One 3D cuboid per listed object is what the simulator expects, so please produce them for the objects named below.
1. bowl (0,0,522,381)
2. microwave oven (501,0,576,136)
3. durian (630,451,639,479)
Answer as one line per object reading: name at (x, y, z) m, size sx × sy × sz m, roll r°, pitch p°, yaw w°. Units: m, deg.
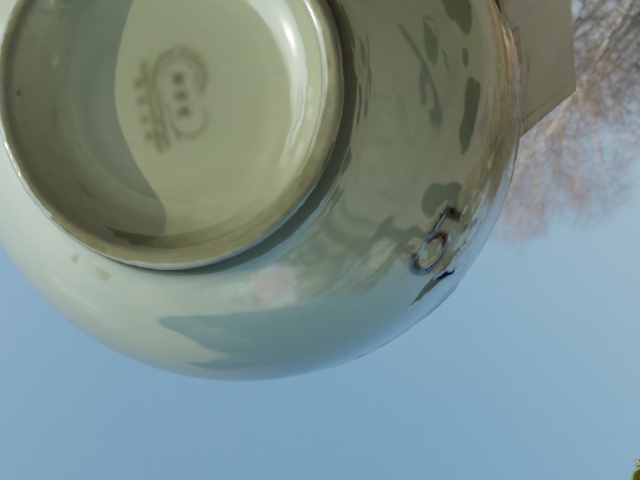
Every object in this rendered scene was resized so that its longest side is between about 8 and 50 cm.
bowl at (-0.059, -0.077, 0.485) m, size 0.354 × 0.354 × 0.185 m, roll 37°, pitch -172°, yaw 6°
microwave oven at (0.169, -0.195, 0.874) m, size 0.129 × 0.163 × 0.205 m, roll 6°, pitch -155°, yaw 34°
durian at (0.468, 0.329, 1.066) m, size 0.198 × 0.146 × 0.159 m, roll 58°, pitch -135°, yaw -25°
